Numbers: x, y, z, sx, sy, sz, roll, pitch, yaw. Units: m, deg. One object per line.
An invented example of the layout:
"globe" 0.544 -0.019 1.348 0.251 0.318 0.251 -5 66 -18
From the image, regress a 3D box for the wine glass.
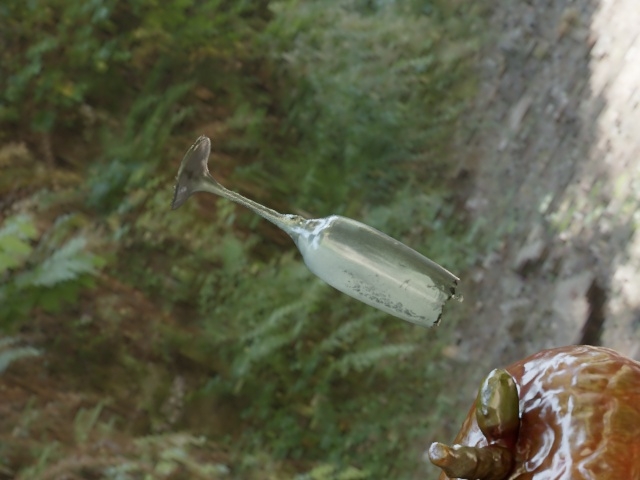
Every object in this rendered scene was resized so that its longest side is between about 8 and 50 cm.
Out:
"wine glass" 0.000 0.000 1.213 0.074 0.262 0.074 -62 -7 -12

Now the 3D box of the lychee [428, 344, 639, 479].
"lychee" 0.191 0.204 1.084 0.255 0.300 0.255 -51 20 27
